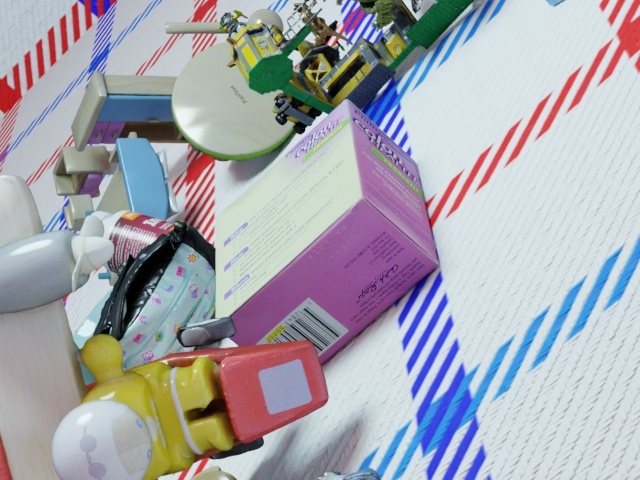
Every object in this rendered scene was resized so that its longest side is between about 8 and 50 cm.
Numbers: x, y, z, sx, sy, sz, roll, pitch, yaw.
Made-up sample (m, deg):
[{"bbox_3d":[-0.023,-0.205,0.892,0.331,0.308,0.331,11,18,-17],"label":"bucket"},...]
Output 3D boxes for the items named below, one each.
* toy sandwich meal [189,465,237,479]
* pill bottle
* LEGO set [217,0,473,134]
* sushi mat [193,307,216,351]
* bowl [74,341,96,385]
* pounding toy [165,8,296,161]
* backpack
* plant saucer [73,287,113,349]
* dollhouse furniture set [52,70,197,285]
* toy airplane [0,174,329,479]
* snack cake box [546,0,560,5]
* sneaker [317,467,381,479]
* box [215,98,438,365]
[{"bbox_3d":[-0.112,0.268,1.587,0.085,0.029,0.086,-16,47,18],"label":"toy sandwich meal"},{"bbox_3d":[-0.234,0.009,2.065,0.152,0.086,0.086,15,58,21],"label":"pill bottle"},{"bbox_3d":[0.020,-0.317,1.982,0.331,0.255,0.192,-51,47,25],"label":"LEGO set"},{"bbox_3d":[-0.166,0.126,1.934,0.151,0.019,0.316,-19,37,53],"label":"sushi mat"},{"bbox_3d":[-0.375,0.237,1.932,0.311,0.163,0.311,-46,20,22],"label":"bowl"},{"bbox_3d":[-0.117,-0.199,2.221,0.183,0.110,0.237,-10,65,-2],"label":"pounding toy"},{"bbox_3d":[-0.196,0.085,1.878,0.152,0.115,0.182,-39,22,52],"label":"backpack"},{"bbox_3d":[-0.276,0.126,2.112,0.195,0.037,0.195,-40,23,21],"label":"plant saucer"},{"bbox_3d":[-0.243,-0.057,2.313,0.286,0.198,0.303,-56,42,50],"label":"dollhouse furniture set"},{"bbox_3d":[-0.228,0.183,1.436,0.384,0.386,0.272,-59,8,-6],"label":"toy airplane"},{"bbox_3d":[0.269,-0.416,1.815,0.089,0.152,0.264,-30,29,39],"label":"snack cake box"},{"bbox_3d":[0.004,0.239,1.409,0.135,0.052,0.058,-23,24,35],"label":"sneaker"},{"bbox_3d":[0.000,0.000,1.697,0.213,0.117,0.243,-42,24,18],"label":"box"}]
